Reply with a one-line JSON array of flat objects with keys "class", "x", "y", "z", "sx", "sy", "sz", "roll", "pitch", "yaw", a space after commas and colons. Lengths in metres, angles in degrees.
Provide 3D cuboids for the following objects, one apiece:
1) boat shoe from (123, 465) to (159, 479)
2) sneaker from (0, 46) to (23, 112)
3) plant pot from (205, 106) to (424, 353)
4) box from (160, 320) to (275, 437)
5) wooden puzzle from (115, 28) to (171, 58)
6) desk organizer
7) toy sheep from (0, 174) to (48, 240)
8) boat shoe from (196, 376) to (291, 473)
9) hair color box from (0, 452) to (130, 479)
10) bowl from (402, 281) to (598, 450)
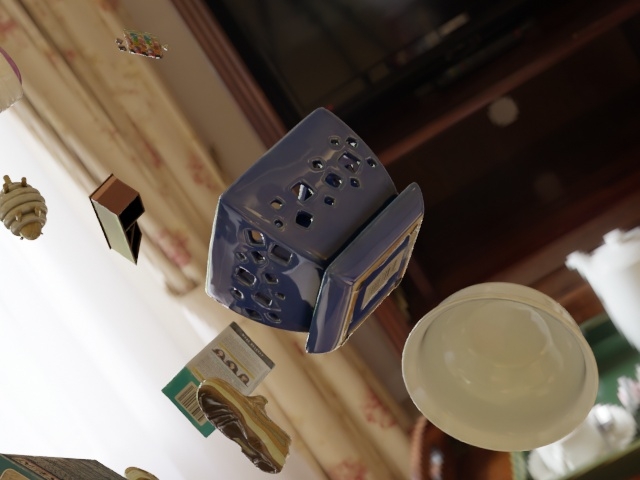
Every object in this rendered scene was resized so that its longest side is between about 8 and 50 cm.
[{"class": "boat shoe", "x": -0.289, "y": 0.412, "z": 2.178, "sx": 0.050, "sy": 0.135, "sz": 0.045, "roll": -38, "pitch": 57, "yaw": -6}, {"class": "sneaker", "x": -0.452, "y": -0.172, "z": 1.297, "sx": 0.305, "sy": 0.114, "sz": 0.152, "roll": 21, "pitch": 61, "yaw": 25}, {"class": "plant pot", "x": 0.000, "y": 0.000, "z": 1.767, "sx": 0.236, "sy": 0.212, "sz": 0.236, "roll": -44, "pitch": -20, "yaw": -33}, {"class": "box", "x": -0.151, "y": 0.206, "z": 1.962, "sx": 0.060, "sy": 0.100, "sz": 0.244, "roll": -44, "pitch": -1, "yaw": 17}, {"class": "wooden puzzle", "x": -0.245, "y": -0.272, "z": 1.792, "sx": 0.083, "sy": 0.049, "sz": 0.006, "roll": 12, "pitch": 63, "yaw": 9}, {"class": "desk organizer", "x": -0.257, "y": -0.025, "z": 1.697, "sx": 0.047, "sy": 0.050, "sz": 0.130, "roll": -49, "pitch": -24, "yaw": -22}, {"class": "toy sheep", "x": -0.495, "y": -0.056, "z": 2.141, "sx": 0.091, "sy": 0.132, "sz": 0.091, "roll": -21, "pitch": -22, "yaw": -9}, {"class": "boat shoe", "x": -0.102, "y": 0.242, "z": 1.793, "sx": 0.068, "sy": 0.190, "sz": 0.072, "roll": 0, "pitch": 47, "yaw": 39}, {"class": "hair color box", "x": -0.373, "y": 0.392, "z": 1.771, "sx": 0.174, "sy": 0.105, "sz": 0.347, "roll": -62, "pitch": -16, "yaw": -4}, {"class": "bowl", "x": 0.282, "y": 0.170, "z": 1.996, "sx": 0.298, "sy": 0.298, "sz": 0.134, "roll": -24, "pitch": 23, "yaw": 28}]
